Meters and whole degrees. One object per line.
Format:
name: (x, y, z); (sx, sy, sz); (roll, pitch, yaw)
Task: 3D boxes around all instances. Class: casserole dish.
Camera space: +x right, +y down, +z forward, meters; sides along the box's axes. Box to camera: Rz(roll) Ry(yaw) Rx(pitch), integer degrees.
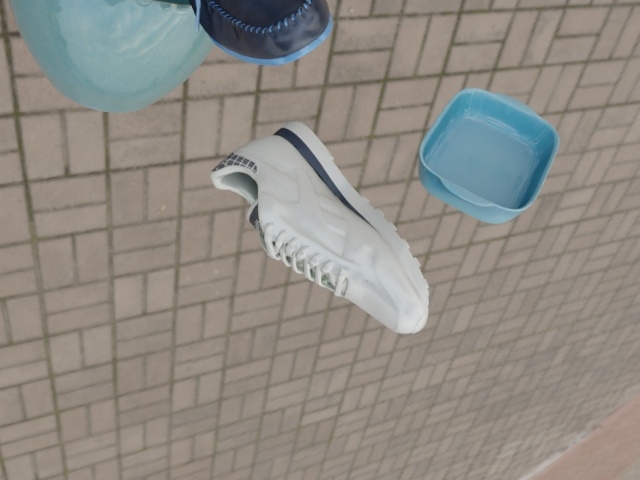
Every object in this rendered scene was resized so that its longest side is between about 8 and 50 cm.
casserole dish: (0.156, -0.080, 0.670); (0.188, 0.114, 0.037); (-53, 169, -43)

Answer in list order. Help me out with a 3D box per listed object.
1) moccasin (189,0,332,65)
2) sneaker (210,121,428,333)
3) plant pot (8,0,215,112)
moccasin: (-0.110, -0.300, 0.745); (0.138, 0.342, 0.116); (-36, 141, -8)
sneaker: (0.000, 0.000, 0.629); (0.095, 0.235, 0.090); (-29, 155, -28)
plant pot: (-0.270, -0.285, 0.929); (0.290, 0.290, 0.195); (-1, 130, -32)
